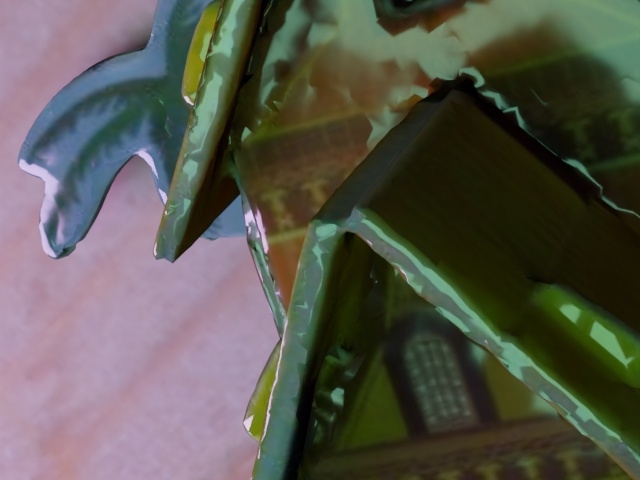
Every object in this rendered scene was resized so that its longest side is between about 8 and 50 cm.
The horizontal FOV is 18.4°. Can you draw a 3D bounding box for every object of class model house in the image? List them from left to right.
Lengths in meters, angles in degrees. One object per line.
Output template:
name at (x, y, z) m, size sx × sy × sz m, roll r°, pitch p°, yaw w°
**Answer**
model house at (0.000, 0.000, 0.601) m, size 0.340 × 0.300 × 0.323 m, roll -12°, pitch 106°, yaw 23°
